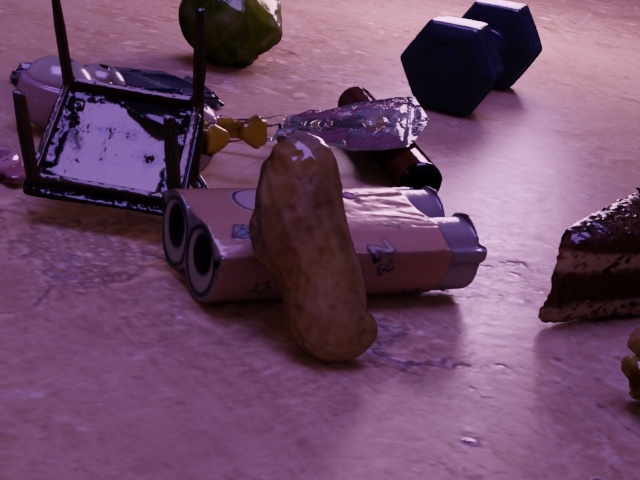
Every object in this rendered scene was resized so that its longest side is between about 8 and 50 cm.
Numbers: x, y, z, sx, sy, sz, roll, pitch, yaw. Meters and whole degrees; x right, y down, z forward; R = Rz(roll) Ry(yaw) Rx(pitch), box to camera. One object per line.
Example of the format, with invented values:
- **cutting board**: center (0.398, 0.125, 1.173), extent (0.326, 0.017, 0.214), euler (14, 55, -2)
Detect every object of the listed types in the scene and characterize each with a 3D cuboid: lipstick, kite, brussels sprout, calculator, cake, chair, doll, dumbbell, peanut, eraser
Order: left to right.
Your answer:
- **calculator**: center (-0.401, -0.093, 1.619), extent (0.166, 0.024, 0.103), euler (14, 20, 17)
- **calculator**: center (-0.287, -0.219, 2.018), extent (0.274, 0.028, 0.166), euler (-1, 19, -30)
- **chair**: center (-0.213, -0.108, 1.516), extent (0.188, 0.272, 0.166), euler (9, 56, 3)
- **doll**: center (-0.241, -0.159, 1.771), extent (0.365, 0.094, 0.160), euler (23, 21, 33)
- **brussels sprout**: center (-0.142, -0.350, 2.277), extent (0.162, 0.143, 0.181), euler (-9, -6, 8)
- **kite**: center (-0.037, -0.152, 1.875), extent (0.361, 0.022, 0.204), euler (1, 24, 7)
- **peanut**: center (-0.008, 0.007, 1.286), extent (0.100, 0.214, 0.099), euler (-19, -9, -3)
- **eraser**: center (0.000, 0.000, 1.437), extent (0.291, 0.087, 0.171), euler (-1, 27, -27)
- **lipstick**: center (0.087, -0.132, 1.891), extent (0.057, 0.057, 0.356), euler (4, 20, -14)
- **dumbbell**: center (0.248, -0.300, 2.298), extent (0.144, 0.160, 0.325), euler (42, 26, 8)
- **cake**: center (0.340, 0.028, 1.470), extent (0.135, 0.112, 0.246), euler (22, 23, 27)

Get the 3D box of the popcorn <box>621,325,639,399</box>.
- **popcorn**: center (0.314, 0.117, 1.241), extent (0.089, 0.109, 0.097), euler (-22, -17, 2)
